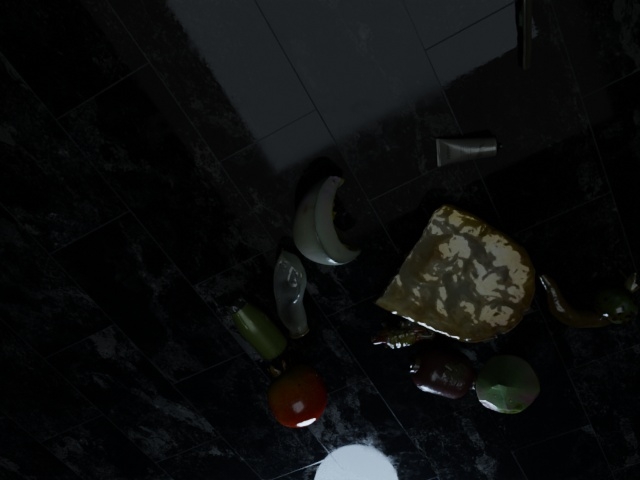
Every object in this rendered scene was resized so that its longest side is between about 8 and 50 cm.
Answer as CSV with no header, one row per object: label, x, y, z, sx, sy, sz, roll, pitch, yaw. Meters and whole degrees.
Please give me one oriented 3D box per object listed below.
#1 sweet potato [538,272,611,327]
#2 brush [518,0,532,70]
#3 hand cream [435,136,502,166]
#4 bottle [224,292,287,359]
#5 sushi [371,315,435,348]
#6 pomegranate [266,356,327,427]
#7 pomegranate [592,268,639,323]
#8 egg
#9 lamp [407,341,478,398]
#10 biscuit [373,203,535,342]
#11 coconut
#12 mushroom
sweet potato,0.845,0.231,1.928,0.346,0.079,0.108,33,87,-17
brush,0.537,-0.544,1.488,0.034,0.027,0.190,-33,129,-23
hand cream,0.431,-0.265,1.643,0.186,0.054,0.087,-6,117,11
bottle,-0.224,0.288,1.929,0.112,0.112,0.260,-29,117,16
sushi,0.285,0.315,1.962,0.226,0.103,0.097,-12,147,4
pomegranate,-0.093,0.539,2.027,0.221,0.221,0.257,-39,86,20
pomegranate,0.988,0.194,1.879,0.148,0.148,0.169,44,78,-23
egg,-0.008,-0.042,1.698,0.161,0.206,0.271,-4,117,40
lamp,0.429,0.457,2.008,0.258,0.180,0.180,19,119,-8
biscuit,0.449,0.121,1.794,0.446,0.104,0.429,24,116,7
coconut,0.665,0.505,1.998,0.235,0.236,0.205,4,82,-3
mushroom,-0.097,0.186,1.884,0.109,0.097,0.351,0,125,3
